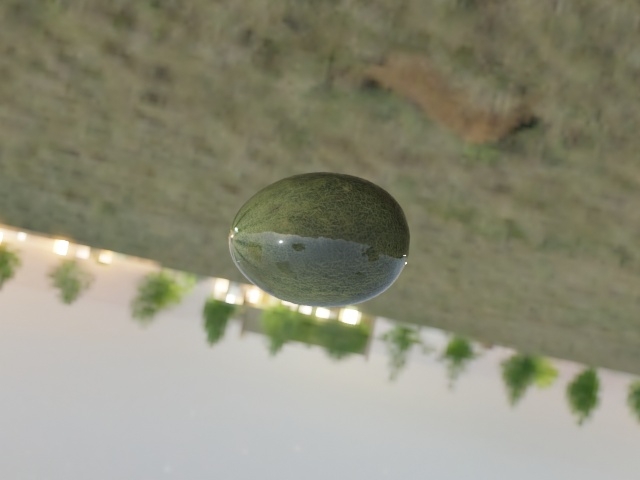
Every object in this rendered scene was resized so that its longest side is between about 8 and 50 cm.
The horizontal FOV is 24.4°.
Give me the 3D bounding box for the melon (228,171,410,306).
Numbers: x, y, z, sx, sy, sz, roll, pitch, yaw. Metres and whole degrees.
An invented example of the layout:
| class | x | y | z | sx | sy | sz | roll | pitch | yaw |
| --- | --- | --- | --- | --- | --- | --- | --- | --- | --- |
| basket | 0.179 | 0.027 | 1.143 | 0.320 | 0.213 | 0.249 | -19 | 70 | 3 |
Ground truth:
| class | x | y | z | sx | sy | sz | roll | pitch | yaw |
| --- | --- | --- | --- | --- | --- | --- | --- | --- | --- |
| melon | 0.000 | 0.000 | 1.056 | 0.131 | 0.098 | 0.098 | -4 | -179 | -13 |
